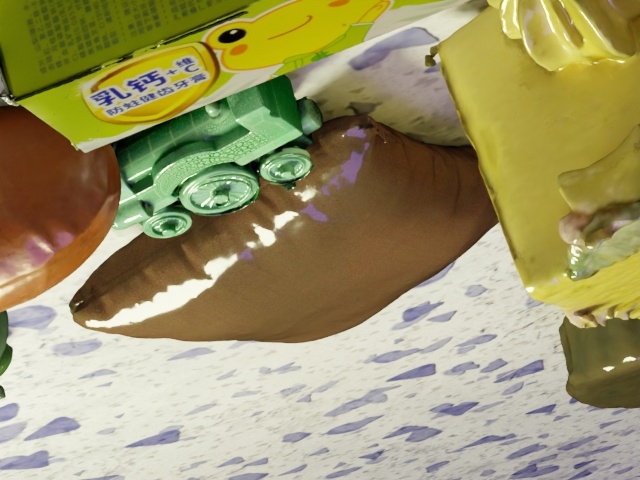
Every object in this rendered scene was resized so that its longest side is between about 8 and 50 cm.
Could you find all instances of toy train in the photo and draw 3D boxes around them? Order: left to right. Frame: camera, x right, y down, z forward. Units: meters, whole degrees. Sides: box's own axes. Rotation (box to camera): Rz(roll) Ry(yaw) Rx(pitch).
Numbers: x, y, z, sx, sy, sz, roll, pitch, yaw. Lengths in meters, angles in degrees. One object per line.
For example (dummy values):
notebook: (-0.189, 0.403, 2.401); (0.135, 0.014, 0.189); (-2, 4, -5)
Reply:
toy train: (-0.087, -0.061, 1.322); (0.178, 0.071, 0.104); (-26, 151, 21)

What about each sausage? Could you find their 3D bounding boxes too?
sausage: (-0.253, -0.004, 1.257); (0.258, 0.133, 0.133); (-20, 161, 7)

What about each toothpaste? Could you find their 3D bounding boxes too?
toothpaste: (-0.029, -0.154, 1.099); (0.327, 0.077, 0.110); (-20, 163, 11)

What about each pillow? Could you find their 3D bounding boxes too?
pillow: (0.000, 0.000, 1.510); (0.305, 0.108, 0.308); (-32, 160, 27)

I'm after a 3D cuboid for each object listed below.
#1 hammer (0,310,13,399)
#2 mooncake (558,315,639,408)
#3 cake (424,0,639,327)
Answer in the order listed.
hammer: (-0.323, 0.093, 1.514); (0.206, 0.119, 0.335); (-17, 167, 7)
mooncake: (0.376, 0.101, 2.086); (0.228, 0.124, 0.228); (-10, 160, -4)
cake: (0.218, -0.088, 1.266); (0.222, 0.227, 0.286); (-33, 158, 29)
